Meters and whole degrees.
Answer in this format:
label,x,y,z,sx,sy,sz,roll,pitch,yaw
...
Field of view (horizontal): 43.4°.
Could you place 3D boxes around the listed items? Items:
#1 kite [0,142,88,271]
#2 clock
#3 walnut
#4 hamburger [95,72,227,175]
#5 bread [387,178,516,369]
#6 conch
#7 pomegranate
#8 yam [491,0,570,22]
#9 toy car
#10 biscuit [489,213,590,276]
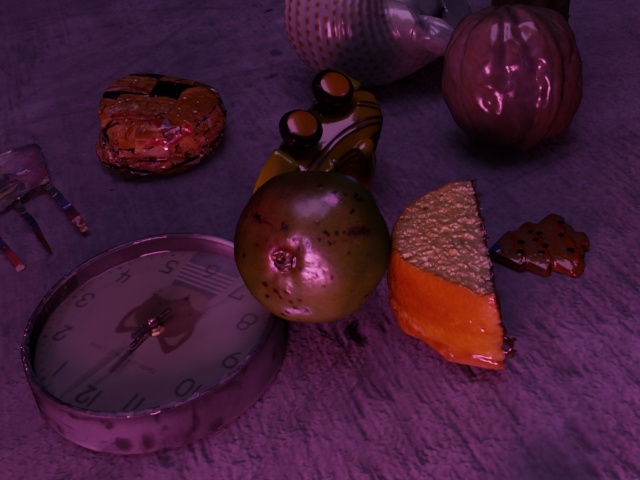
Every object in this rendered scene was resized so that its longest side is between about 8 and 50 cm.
label,x,y,z,sx,sy,sz,roll,pitch,yaw
kite,-0.499,-0.069,1.308,0.204,0.022,0.360,-33,43,-25
clock,-0.201,0.111,0.988,0.324,0.067,0.325,-5,39,4
walnut,0.286,-0.243,1.208,0.224,0.224,0.224,-6,39,5
hamburger,-0.272,-0.197,1.354,0.230,0.107,0.231,0,37,0
bread,0.143,0.038,0.957,0.133,0.129,0.260,-10,38,7
conch,0.098,-0.389,1.428,0.319,0.215,0.303,34,55,2
pomegranate,0.000,0.000,0.942,0.181,0.182,0.224,2,13,15
yam,0.343,-0.364,1.313,0.128,0.238,0.129,5,35,14
toy car,0.009,-0.115,1.140,0.142,0.200,0.248,33,64,3
biscuit,0.284,0.008,1.048,0.129,0.019,0.119,-10,39,1
